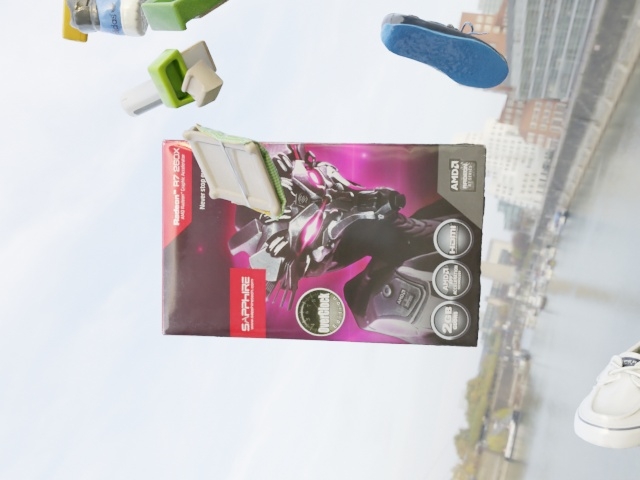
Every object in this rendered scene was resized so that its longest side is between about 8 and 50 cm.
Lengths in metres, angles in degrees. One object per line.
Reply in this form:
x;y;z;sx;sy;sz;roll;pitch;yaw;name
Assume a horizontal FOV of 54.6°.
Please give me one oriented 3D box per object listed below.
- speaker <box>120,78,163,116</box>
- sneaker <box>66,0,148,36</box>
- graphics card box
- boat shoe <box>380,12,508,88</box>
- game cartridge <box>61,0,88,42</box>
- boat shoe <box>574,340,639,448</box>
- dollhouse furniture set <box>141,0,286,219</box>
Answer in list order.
-0.322;-0.289;1.207;0.055;0.136;0.055;39;-137;-49;speaker
-0.215;-0.259;0.652;0.152;0.085;0.058;-88;2;-48;sneaker
0.000;0.000;0.732;0.094;0.371;0.232;-50;-38;-85;graphics card box
0.236;-0.368;1.147;0.109;0.258;0.089;-52;27;39;boat shoe
-0.395;-0.501;1.030;0.323;0.053;0.285;-127;45;-55;game cartridge
0.409;0.191;0.825;0.258;0.095;0.084;-16;-74;-49;boat shoe
-0.057;-0.093;0.405;0.058;0.076;0.151;-44;-48;-30;dollhouse furniture set
